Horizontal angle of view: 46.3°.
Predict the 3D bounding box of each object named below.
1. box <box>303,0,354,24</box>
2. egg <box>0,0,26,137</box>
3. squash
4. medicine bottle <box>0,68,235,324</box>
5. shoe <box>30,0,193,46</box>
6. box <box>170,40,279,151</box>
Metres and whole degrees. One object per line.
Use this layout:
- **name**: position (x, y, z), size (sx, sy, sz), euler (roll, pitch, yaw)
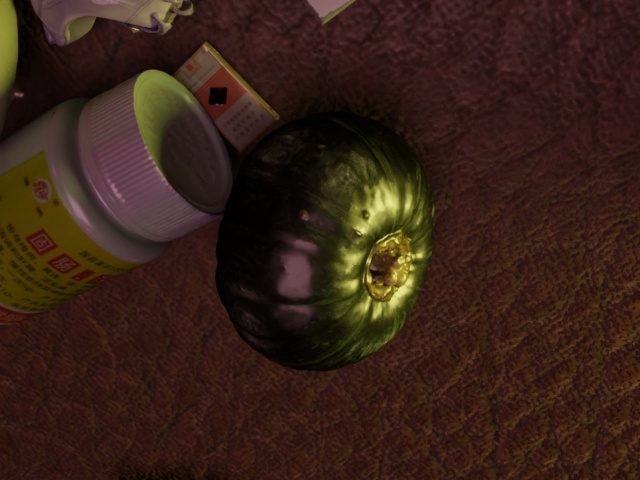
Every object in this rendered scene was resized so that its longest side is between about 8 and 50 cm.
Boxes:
- **box**: position (0.067, -0.214, 0.472), size (0.177, 0.115, 0.036), euler (-32, 113, 21)
- **egg**: position (-0.347, -0.169, 0.489), size (0.271, 0.162, 0.206), euler (27, 108, 9)
- **squash**: position (0.004, 0.001, 0.567), size (0.156, 0.193, 0.193), euler (37, 123, 23)
- **medicine bottle**: position (-0.194, -0.031, 0.593), size (0.225, 0.139, 0.139), euler (-24, 114, 20)
- **shoe**: position (-0.109, -0.207, 0.515), size (0.245, 0.095, 0.137), euler (-1, 123, 11)
- **box**: position (-0.078, -0.115, 0.605), size (0.046, 0.012, 0.083), euler (-37, 110, 25)
